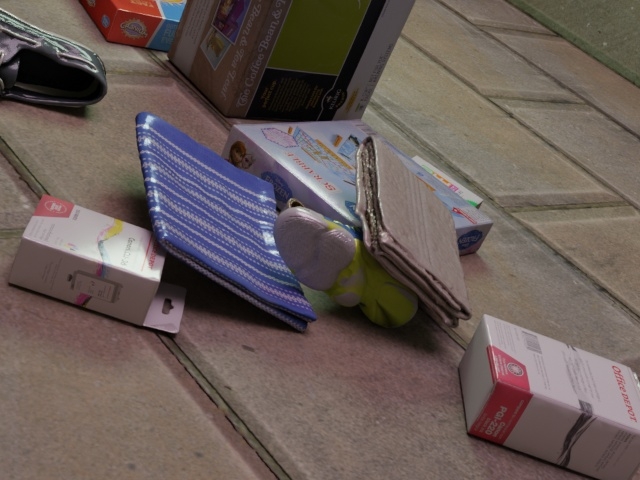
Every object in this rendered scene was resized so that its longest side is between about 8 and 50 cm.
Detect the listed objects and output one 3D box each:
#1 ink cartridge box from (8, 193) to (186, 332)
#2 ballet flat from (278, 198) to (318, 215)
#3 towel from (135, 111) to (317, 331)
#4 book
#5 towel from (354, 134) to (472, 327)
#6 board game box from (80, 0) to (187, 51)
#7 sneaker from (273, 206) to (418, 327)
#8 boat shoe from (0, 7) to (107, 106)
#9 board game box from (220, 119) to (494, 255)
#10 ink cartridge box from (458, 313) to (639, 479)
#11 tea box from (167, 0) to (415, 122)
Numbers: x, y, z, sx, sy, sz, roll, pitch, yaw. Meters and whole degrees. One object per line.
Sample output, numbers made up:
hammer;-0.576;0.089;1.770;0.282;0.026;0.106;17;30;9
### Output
ink cartridge box;-0.243;0.027;1.291;0.198;0.067;0.115;20;25;-11
ballet flat;0.000;0.000;1.570;0.168;0.052;0.057;40;30;28
towel;-0.129;-0.037;1.464;0.243;0.040;0.336;32;19;-30
book;0.197;-0.084;1.930;0.144;0.035;0.096;34;31;16
towel;0.123;-0.015;1.527;0.187;0.049;0.282;43;23;-23
board game box;-0.334;-0.454;2.127;0.242;0.064;0.316;4;32;-36
sneaker;0.027;0.018;1.473;0.240;0.091;0.126;41;21;-28
boat shoe;-0.451;-0.262;1.607;0.320;0.116;0.099;12;24;-36
board game box;0.061;-0.078;1.753;0.319;0.066;0.318;41;30;29
ink cartridge box;0.292;0.198;1.403;0.218;0.092;0.158;19;26;-7
tea box;-0.041;-0.401;1.974;0.324;0.329;0.220;-1;36;-43
